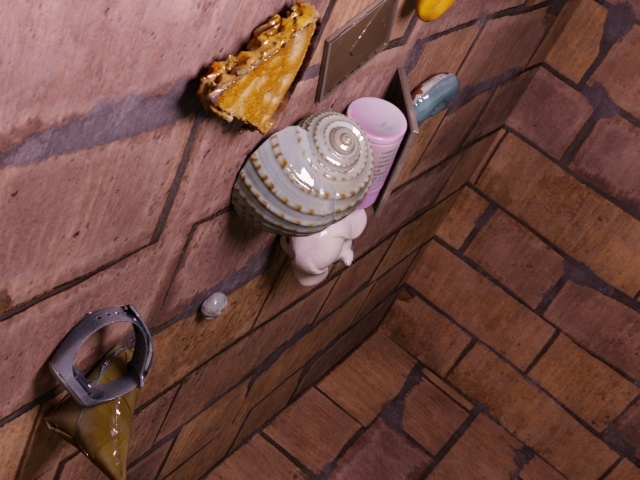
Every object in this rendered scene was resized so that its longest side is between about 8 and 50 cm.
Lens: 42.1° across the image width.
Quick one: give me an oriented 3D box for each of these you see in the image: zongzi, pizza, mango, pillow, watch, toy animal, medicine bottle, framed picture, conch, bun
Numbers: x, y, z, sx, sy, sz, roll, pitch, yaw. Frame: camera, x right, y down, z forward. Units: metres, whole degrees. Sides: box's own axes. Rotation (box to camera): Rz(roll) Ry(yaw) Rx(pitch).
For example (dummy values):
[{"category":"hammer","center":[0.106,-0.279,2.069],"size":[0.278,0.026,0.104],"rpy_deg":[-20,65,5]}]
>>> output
[{"category":"zongzi","center":[-0.402,0.350,1.682],"size":[0.228,0.256,0.115],"rpy_deg":[-49,143,-16]},{"category":"pizza","center":[-0.118,-0.262,1.439],"size":[0.288,0.074,0.251],"rpy_deg":[-42,161,-31]},{"category":"mango","center":[0.280,-0.596,1.785],"size":[0.262,0.109,0.157],"rpy_deg":[-53,175,22]},{"category":"pillow","center":[0.303,-0.384,2.373],"size":[0.233,0.086,0.214],"rpy_deg":[-42,167,-27]},{"category":"watch","center":[-0.409,0.226,1.600],"size":[0.193,0.068,0.206],"rpy_deg":[-36,138,-15]},{"category":"toy animal","center":[-0.003,0.011,2.201],"size":[0.289,0.174,0.249],"rpy_deg":[-32,154,-55]},{"category":"medicine bottle","center":[0.105,-0.211,2.052],"size":[0.152,0.152,0.254],"rpy_deg":[-40,161,-38]},{"category":"framed picture","center":[0.082,-0.420,1.771],"size":[0.250,0.016,0.184],"rpy_deg":[-45,163,-27]},{"category":"framed picture","center":[0.176,-0.247,2.138],"size":[0.324,0.021,0.240],"rpy_deg":[110,-20,-47]},{"category":"conch","center":[-0.027,-0.116,1.793],"size":[0.303,0.215,0.319],"rpy_deg":[-26,151,-37]},{"category":"bun","center":[-0.259,0.162,2.041],"size":[0.083,0.045,0.083],"rpy_deg":[-43,164,-15]}]
